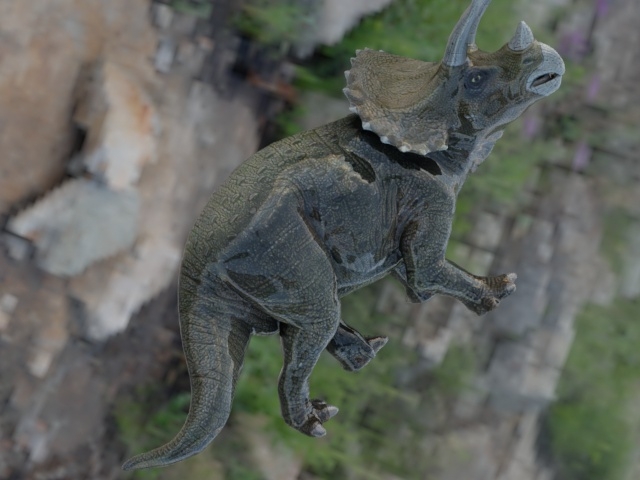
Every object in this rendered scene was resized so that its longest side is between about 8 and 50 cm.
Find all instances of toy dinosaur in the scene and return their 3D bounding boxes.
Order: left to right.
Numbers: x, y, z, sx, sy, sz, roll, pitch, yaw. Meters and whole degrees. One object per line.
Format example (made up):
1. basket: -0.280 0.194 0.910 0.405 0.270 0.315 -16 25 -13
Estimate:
1. toy dinosaur: 0.000 0.000 1.063 0.313 0.121 0.160 -35 108 -4
